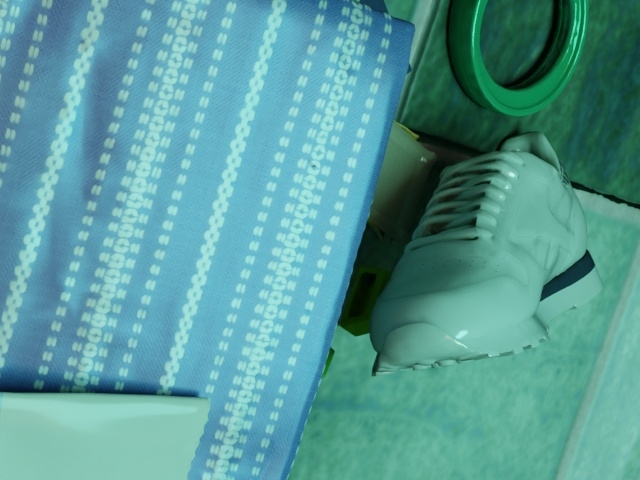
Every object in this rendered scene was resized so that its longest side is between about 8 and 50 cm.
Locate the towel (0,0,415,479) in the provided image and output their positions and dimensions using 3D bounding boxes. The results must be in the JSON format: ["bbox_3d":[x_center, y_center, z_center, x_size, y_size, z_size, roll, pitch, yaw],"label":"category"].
[{"bbox_3d":[-0.139,-0.018,0.560,0.336,0.040,0.243,14,95,-27],"label":"towel"}]

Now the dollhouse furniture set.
[{"bbox_3d":[0.000,0.000,0.741,0.076,0.058,0.151,36,63,-34],"label":"dollhouse furniture set"}]

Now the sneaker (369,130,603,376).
[{"bbox_3d":[0.079,0.005,0.733,0.235,0.090,0.094,-29,112,-65],"label":"sneaker"}]

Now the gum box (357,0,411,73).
[{"bbox_3d":[-0.058,-0.092,0.646,0.184,0.041,0.157,-40,126,-20],"label":"gum box"}]

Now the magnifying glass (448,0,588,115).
[{"bbox_3d":[0.105,-0.178,0.762,0.092,0.026,0.231,-21,121,-32],"label":"magnifying glass"}]

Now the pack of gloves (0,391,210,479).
[{"bbox_3d":[-0.150,0.145,0.519,0.232,0.046,0.195,12,96,-36],"label":"pack of gloves"}]
